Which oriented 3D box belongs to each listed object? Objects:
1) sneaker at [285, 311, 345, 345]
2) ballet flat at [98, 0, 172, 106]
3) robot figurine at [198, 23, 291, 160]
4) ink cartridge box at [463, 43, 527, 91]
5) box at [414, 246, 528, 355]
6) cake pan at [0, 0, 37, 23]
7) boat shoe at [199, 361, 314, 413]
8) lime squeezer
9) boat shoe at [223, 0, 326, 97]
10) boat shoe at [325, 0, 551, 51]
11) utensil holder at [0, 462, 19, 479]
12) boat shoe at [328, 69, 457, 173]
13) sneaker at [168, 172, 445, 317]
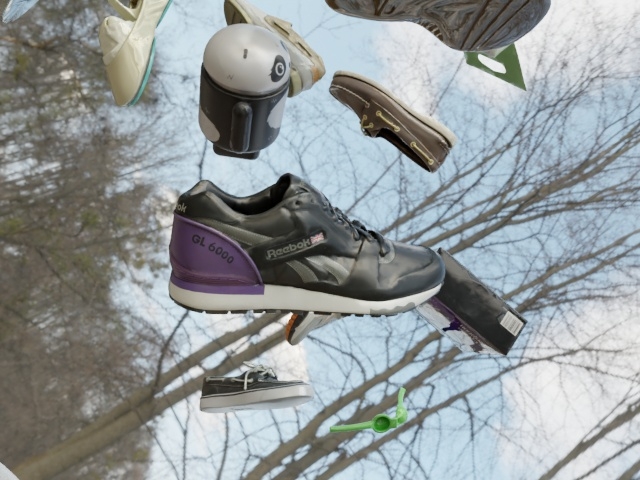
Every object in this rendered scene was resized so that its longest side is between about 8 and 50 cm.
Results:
[{"bbox_3d":[0.022,0.183,1.613,0.121,0.262,0.099,42,-6,-16],"label":"sneaker"},{"bbox_3d":[-0.265,-0.298,0.864,0.086,0.086,0.248,-42,-146,56],"label":"ballet flat"},{"bbox_3d":[-0.149,-0.285,1.221,0.209,0.174,0.278,48,-34,24],"label":"robot figurine"},{"bbox_3d":[0.268,-0.364,1.097,0.171,0.056,0.235,46,-8,44],"label":"ink cartridge box"},{"bbox_3d":[0.298,0.140,1.394,0.261,0.103,0.184,39,-14,-8],"label":"box"},{"bbox_3d":[-0.486,-0.487,1.067,0.054,0.293,0.293,40,-26,-22],"label":"cake pan"},{"bbox_3d":[-0.153,0.344,1.470,0.306,0.113,0.104,-16,-119,31],"label":"boat shoe"},{"bbox_3d":[0.169,0.478,1.709,0.110,0.310,0.058,35,-55,35],"label":"lime squeezer"},{"bbox_3d":[-0.107,-0.445,1.403,0.302,0.103,0.113,52,-25,18],"label":"boat shoe"},{"bbox_3d":[0.140,-0.316,0.735,0.121,0.341,0.110,-45,-126,44],"label":"boat shoe"},{"bbox_3d":[-0.514,0.433,0.630,0.327,0.385,0.327,46,1,-1],"label":"utensil holder"},{"bbox_3d":[0.150,-0.272,1.419,0.324,0.096,0.116,32,-8,1],"label":"boat shoe"},{"bbox_3d":[0.000,0.000,0.602,0.107,0.284,0.124,-133,-133,-63],"label":"sneaker"}]
